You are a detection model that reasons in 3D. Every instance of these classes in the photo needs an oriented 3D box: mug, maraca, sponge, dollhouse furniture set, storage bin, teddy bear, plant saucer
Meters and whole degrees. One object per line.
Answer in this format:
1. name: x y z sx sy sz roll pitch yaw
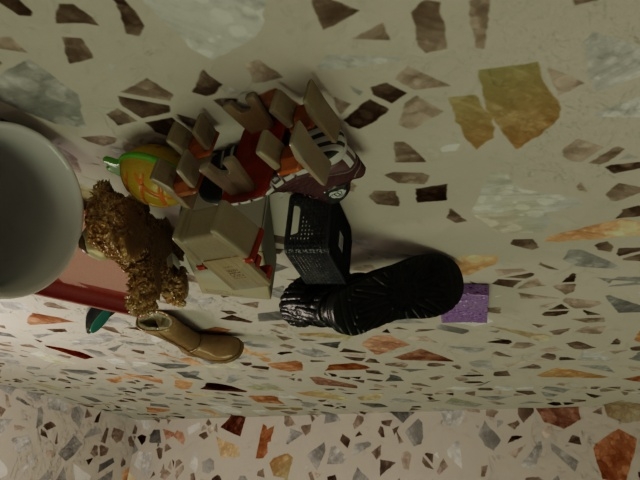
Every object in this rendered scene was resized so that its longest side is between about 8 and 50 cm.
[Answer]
1. mug: -0.624 -0.001 1.108 0.327 0.374 0.276 -1 152 31
2. maraca: -0.286 -0.108 1.129 0.185 0.099 0.127 6 151 38
3. sponge: 0.350 0.157 1.647 0.117 0.031 0.210 0 155 13
4. dollhouse furniture set: -0.107 -0.075 0.966 0.261 0.259 0.135 -9 142 32
5. storage bin: 0.000 0.000 1.268 0.084 0.122 0.180 -1 155 15
6. teddy bear: -0.333 0.020 1.234 0.113 0.245 0.338 -9 177 9
7. plant saucer: -0.460 0.039 1.440 0.258 0.048 0.259 17 125 -21

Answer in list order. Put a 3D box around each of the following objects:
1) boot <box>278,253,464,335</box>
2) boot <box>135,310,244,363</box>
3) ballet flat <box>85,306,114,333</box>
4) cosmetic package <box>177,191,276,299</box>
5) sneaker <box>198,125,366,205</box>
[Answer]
1. boot: 0.105 0.109 1.461 0.347 0.131 0.260 -9 -179 -26
2. boot: -0.390 0.292 2.039 0.236 0.089 0.269 -4 153 19
3. ballet flat: -0.548 0.166 1.711 0.074 0.203 0.074 9 118 18
4. cosmetic package: -0.176 0.011 1.346 0.160 0.113 0.309 5 157 3
5. sneaker: -0.053 -0.092 1.106 0.281 0.107 0.162 -11 154 30
